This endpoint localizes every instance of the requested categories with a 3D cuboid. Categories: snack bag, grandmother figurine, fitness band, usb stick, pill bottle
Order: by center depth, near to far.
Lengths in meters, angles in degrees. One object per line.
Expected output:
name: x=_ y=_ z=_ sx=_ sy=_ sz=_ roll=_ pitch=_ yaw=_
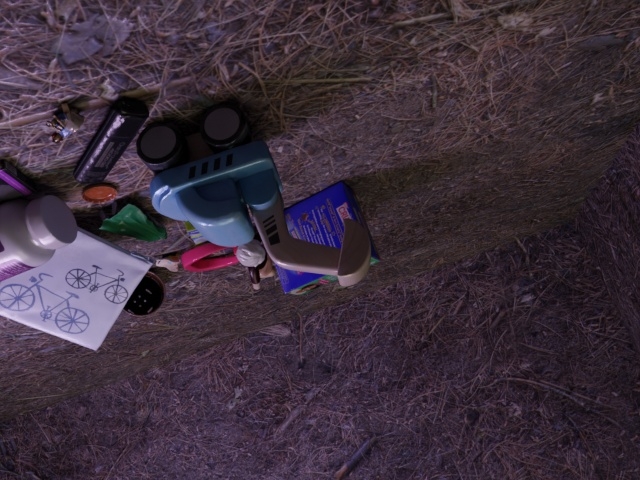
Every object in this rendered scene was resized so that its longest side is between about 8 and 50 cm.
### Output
usb stick: x=-0.454 y=-0.206 z=1.145 sx=0.077 sy=0.045 sz=0.278 roll=-7 pitch=159 yaw=-46
pill bottle: x=-0.745 y=0.001 z=1.263 sx=0.301 sy=0.169 sz=0.169 roll=-20 pitch=160 yaw=8
snack bag: x=-0.680 y=0.112 z=1.445 sx=0.323 sy=0.037 sz=0.342 roll=30 pitch=103 yaw=-26
grandmother figurine: x=-0.219 y=0.063 z=1.835 sx=0.104 sy=0.208 sz=0.342 roll=-6 pitch=168 yaw=4
fitness band: x=-0.367 y=0.055 z=1.847 sx=0.209 sy=0.054 sz=0.291 roll=-14 pitch=171 yaw=-2

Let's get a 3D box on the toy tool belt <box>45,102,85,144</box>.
toy tool belt: x=-0.507 y=-0.231 z=1.041 sx=0.083 sy=0.052 sz=0.051 roll=-28 pitch=127 yaw=18

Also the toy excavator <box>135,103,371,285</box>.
toy excavator: x=-0.145 y=-0.066 z=1.184 sx=0.433 sy=0.445 sz=0.222 roll=-17 pitch=161 yaw=0

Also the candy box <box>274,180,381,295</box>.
candy box: x=0.000 y=0.000 z=1.749 sx=0.317 sy=0.268 sz=0.122 roll=-25 pitch=163 yaw=20

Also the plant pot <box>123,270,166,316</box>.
plant pot: x=-0.649 y=0.206 z=1.926 sx=0.167 sy=0.167 sz=0.165 roll=-9 pitch=166 yaw=-22

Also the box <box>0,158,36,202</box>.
box: x=-0.733 y=-0.118 z=1.165 sx=0.162 sy=0.029 sz=0.116 roll=-18 pitch=160 yaw=-2

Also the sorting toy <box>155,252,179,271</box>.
sorting toy: x=-0.529 y=0.073 z=1.837 sx=0.075 sy=0.045 sz=0.083 roll=-2 pitch=157 yaw=-19

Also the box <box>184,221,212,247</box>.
box: x=-0.358 y=-0.035 z=1.687 sx=0.109 sy=0.042 sz=0.178 roll=-16 pitch=161 yaw=-5

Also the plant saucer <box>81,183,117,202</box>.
plant saucer: x=-0.554 y=-0.119 z=1.335 sx=0.083 sy=0.013 sz=0.083 roll=-15 pitch=160 yaw=-5

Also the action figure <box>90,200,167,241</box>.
action figure: x=-0.512 y=-0.042 z=1.502 sx=0.137 sy=0.063 sz=0.232 roll=-25 pitch=155 yaw=15
